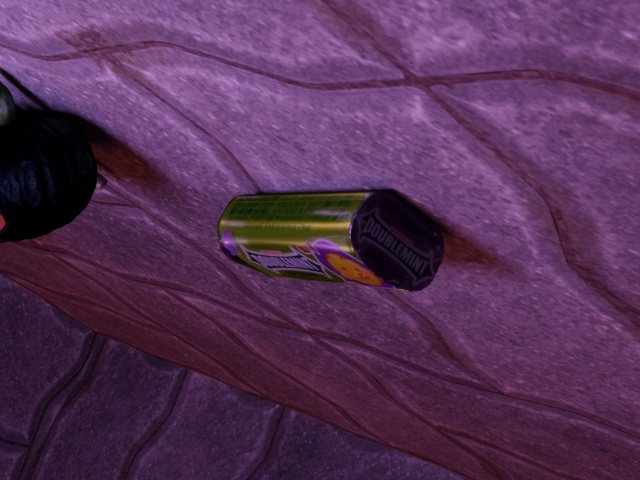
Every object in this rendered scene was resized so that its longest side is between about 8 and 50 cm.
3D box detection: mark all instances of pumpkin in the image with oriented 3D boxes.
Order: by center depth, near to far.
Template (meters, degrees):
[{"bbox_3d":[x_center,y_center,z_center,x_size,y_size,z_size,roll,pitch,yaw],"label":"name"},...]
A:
[{"bbox_3d":[-0.446,-0.124,1.732,0.248,0.248,0.248,26,166,7],"label":"pumpkin"}]

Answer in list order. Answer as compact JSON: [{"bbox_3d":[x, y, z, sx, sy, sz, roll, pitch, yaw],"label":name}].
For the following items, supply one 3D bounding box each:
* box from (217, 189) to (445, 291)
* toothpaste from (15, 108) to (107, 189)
[{"bbox_3d":[0.000,0.000,1.515,0.134,0.097,0.345,34,165,-27],"label":"box"},{"bbox_3d":[-0.421,-0.150,1.904,0.216,0.037,0.062,40,161,-25],"label":"toothpaste"}]
